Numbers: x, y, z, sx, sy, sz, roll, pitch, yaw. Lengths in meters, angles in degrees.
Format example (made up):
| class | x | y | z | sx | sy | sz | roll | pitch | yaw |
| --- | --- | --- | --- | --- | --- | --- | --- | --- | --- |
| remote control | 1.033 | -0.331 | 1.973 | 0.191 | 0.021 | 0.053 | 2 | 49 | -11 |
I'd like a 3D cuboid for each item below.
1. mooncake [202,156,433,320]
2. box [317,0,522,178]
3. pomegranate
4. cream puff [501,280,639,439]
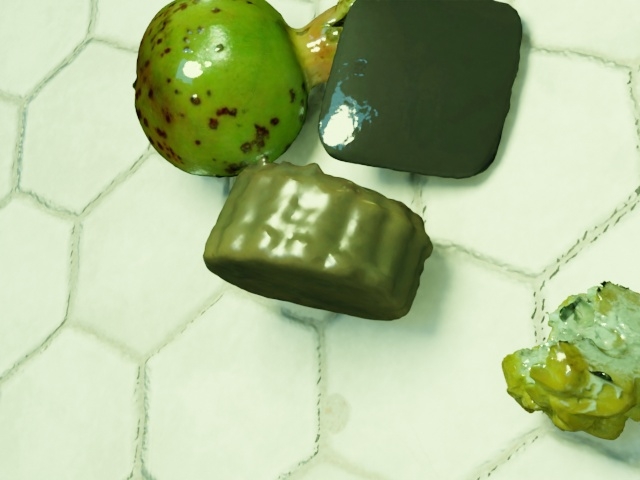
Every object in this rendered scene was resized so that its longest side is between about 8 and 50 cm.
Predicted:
| class | x | y | z | sx | sy | sz | roll | pitch | yaw |
| --- | --- | --- | --- | --- | --- | --- | --- | --- | --- |
| mooncake | 0.000 | 0.000 | 1.245 | 0.228 | 0.228 | 0.124 | 6 | 73 | 36 |
| box | 0.109 | -0.172 | 1.305 | 0.201 | 0.042 | 0.212 | 10 | 77 | 6 |
| pomegranate | -0.079 | -0.182 | 1.390 | 0.286 | 0.231 | 0.230 | -1 | 69 | 22 |
| cream puff | 0.246 | 0.116 | 1.100 | 0.121 | 0.156 | 0.156 | 43 | 99 | -4 |
